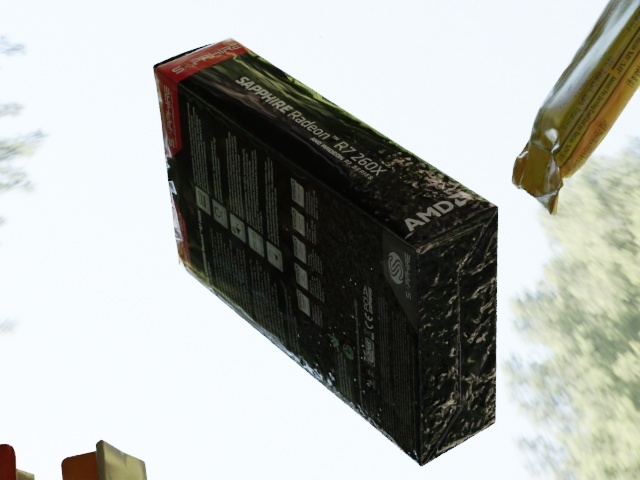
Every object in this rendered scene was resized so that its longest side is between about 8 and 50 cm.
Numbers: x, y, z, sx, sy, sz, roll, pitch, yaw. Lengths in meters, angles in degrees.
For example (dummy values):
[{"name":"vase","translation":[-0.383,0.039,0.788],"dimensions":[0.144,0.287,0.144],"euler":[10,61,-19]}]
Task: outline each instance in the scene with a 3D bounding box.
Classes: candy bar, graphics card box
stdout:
[{"name":"candy bar","translation":[0.103,-0.079,0.465],"dimensions":[0.018,0.040,0.161],"euler":[31,-79,-16]},{"name":"graphics card box","translation":[0.000,0.000,1.402],"dimensions":[0.094,0.371,0.232],"euler":[-25,-50,-27]}]

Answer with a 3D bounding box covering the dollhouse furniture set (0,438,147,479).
[{"name":"dollhouse furniture set","translation":[-0.271,0.289,1.279],"dimensions":[0.262,0.135,0.259],"euler":[-13,-112,11]}]
